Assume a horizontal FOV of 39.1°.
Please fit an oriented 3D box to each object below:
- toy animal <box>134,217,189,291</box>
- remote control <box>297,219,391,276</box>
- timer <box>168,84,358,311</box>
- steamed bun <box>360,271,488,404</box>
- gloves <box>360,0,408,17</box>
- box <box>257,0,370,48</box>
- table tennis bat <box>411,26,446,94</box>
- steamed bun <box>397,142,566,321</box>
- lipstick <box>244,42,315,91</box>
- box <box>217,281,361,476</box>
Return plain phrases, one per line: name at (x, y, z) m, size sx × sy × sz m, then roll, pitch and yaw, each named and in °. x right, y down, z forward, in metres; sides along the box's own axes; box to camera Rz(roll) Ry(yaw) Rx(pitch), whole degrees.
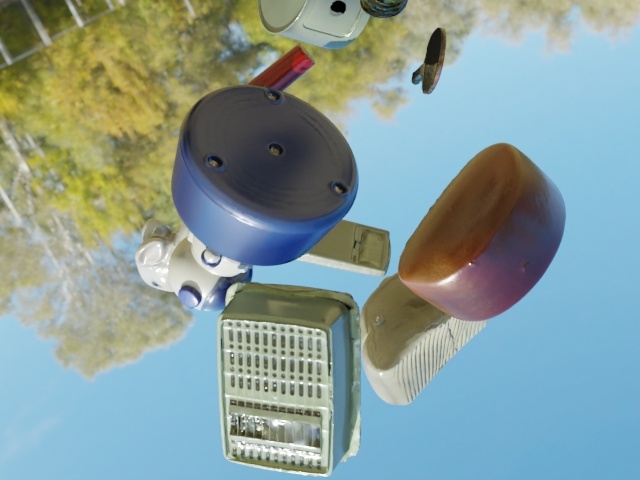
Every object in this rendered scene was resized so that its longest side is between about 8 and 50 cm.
toy animal at (-0.308, 0.018, 2.139) m, size 0.357 × 0.258 × 0.193 m, roll -20°, pitch -120°, yaw 30°
remote control at (0.000, 0.000, 1.774) m, size 0.286 × 0.038 × 0.123 m, roll 12°, pitch -134°, yaw -4°
timer at (-0.132, -0.023, 1.410) m, size 0.270 × 0.270 × 0.383 m, roll -46°, pitch 173°, yaw -43°
steamed bun at (0.238, 0.216, 2.320) m, size 0.383 × 0.247 × 0.236 m, roll -42°, pitch -128°, yaw -13°
gloves at (0.097, -0.424, 1.215) m, size 0.107 × 0.268 × 0.135 m, roll -30°, pitch -123°, yaw -35°
box at (-0.007, -0.509, 1.809) m, size 0.149 × 0.226 × 0.226 m, roll 7°, pitch -178°, yaw -32°
table tennis bat at (0.159, -0.258, 1.326) m, size 0.014 × 0.095 × 0.158 m, roll 7°, pitch 175°, yaw -7°
steamed bun at (0.359, -0.004, 1.933) m, size 0.379 × 0.235 × 0.248 m, roll -52°, pitch -151°, yaw 4°
lipstick at (-0.138, -0.354, 2.124) m, size 0.280 × 0.073 × 0.073 m, roll -37°, pitch -162°, yaw 13°
box at (-0.045, 0.209, 1.394) m, size 0.221 × 0.290 × 0.166 m, roll 5°, pitch -162°, yaw 17°
